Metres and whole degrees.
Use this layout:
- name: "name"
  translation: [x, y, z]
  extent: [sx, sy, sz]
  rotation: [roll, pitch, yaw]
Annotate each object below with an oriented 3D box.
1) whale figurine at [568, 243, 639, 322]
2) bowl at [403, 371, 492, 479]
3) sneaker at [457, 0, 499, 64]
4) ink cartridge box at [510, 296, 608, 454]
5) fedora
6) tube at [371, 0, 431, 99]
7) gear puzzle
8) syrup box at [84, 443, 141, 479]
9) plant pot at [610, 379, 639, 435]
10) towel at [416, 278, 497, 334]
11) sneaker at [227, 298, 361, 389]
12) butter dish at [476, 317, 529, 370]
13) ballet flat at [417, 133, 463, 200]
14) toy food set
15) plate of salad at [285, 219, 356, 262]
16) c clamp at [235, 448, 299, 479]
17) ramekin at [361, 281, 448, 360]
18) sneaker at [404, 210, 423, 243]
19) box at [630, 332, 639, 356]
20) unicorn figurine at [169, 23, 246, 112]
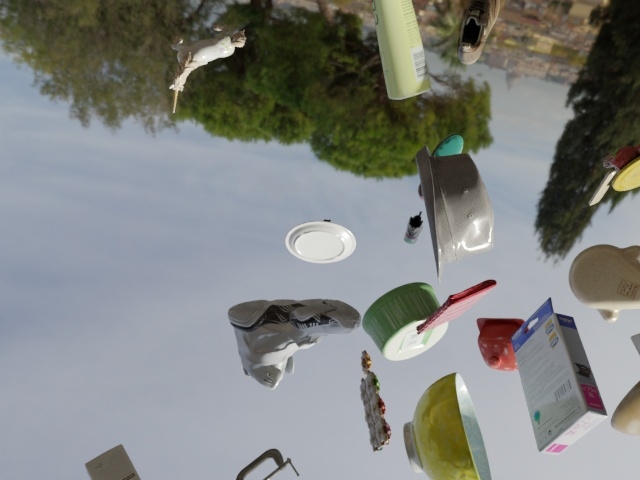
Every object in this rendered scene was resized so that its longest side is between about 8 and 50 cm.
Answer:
- name: "whale figurine"
  translation: [0.803, 0.114, 1.543]
  extent: [0.272, 0.216, 0.141]
  rotation: [21, -167, 29]
- name: "bowl"
  translation: [0.283, 0.466, 1.355]
  extent: [0.156, 0.289, 0.289]
  rotation: [-18, -166, 16]
- name: "sneaker"
  translation: [0.335, -0.470, 1.231]
  extent: [0.066, 0.188, 0.071]
  rotation: [13, 175, 17]
- name: "ink cartridge box"
  translation: [0.538, 0.306, 1.350]
  extent: [0.065, 0.186, 0.311]
  rotation: [12, -137, -12]
- name: "fedora"
  translation: [0.272, -0.060, 1.155]
  extent: [0.124, 0.275, 0.244]
  rotation: [-11, 178, 13]
- name: "tube"
  translation: [0.094, -0.312, 0.773]
  extent: [0.062, 0.240, 0.070]
  rotation: [-23, -158, -18]
- name: "gear puzzle"
  translation: [0.185, 0.544, 2.017]
  extent: [0.044, 0.175, 0.339]
  rotation: [-3, -122, -14]
- name: "syrup box"
  translation: [-0.455, 0.613, 1.372]
  extent: [0.096, 0.093, 0.237]
  rotation: [-25, -113, -28]
- name: "plant pot"
  translation: [0.508, 0.198, 0.804]
  extent: [0.236, 0.236, 0.032]
  rotation: [1, -143, -33]
- name: "towel"
  translation: [0.439, 0.217, 1.911]
  extent: [0.199, 0.275, 0.031]
  rotation: [-18, -113, -25]
- name: "sneaker"
  translation: [-0.064, 0.264, 1.508]
  extent: [0.366, 0.210, 0.137]
  rotation: [-2, -172, 23]
- name: "butter dish"
  translation: [0.499, 0.304, 1.610]
  extent: [0.160, 0.160, 0.118]
  rotation: [-7, -156, 48]
- name: "ballet flat"
  translation: [0.350, -0.217, 1.749]
  extent: [0.077, 0.221, 0.079]
  rotation: [27, 179, -3]
- name: "toy food set"
  translation: [0.614, -0.162, 1.125]
  extent: [0.218, 0.128, 0.071]
  rotation: [-22, -118, 2]
- name: "plate of salad"
  translation: [0.000, 0.000, 1.646]
  extent: [0.200, 0.200, 0.048]
  rotation: [12, -127, -10]
- name: "c clamp"
  translation: [-0.144, 0.599, 1.502]
  extent: [0.161, 0.022, 0.137]
  rotation: [-33, -151, -6]
- name: "ramekin"
  translation: [0.319, 0.306, 2.146]
  extent: [0.303, 0.303, 0.148]
  rotation: [1, -136, -33]
- name: "sneaker"
  translation: [0.222, -0.043, 1.344]
  extent: [0.038, 0.069, 0.098]
  rotation: [16, -142, 6]
- name: "box"
  translation: [0.733, 0.242, 1.161]
  extent: [0.091, 0.130, 0.170]
  rotation: [-5, -116, -28]
- name: "unicorn figurine"
  translation: [-0.191, -0.292, 0.924]
  extent: [0.060, 0.162, 0.111]
  rotation: [52, -172, -41]
